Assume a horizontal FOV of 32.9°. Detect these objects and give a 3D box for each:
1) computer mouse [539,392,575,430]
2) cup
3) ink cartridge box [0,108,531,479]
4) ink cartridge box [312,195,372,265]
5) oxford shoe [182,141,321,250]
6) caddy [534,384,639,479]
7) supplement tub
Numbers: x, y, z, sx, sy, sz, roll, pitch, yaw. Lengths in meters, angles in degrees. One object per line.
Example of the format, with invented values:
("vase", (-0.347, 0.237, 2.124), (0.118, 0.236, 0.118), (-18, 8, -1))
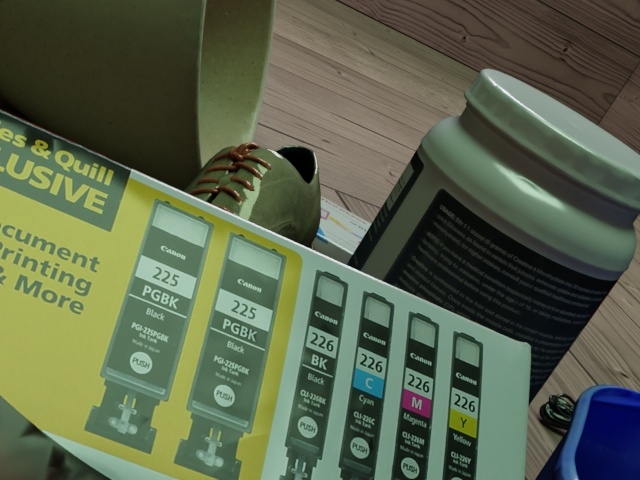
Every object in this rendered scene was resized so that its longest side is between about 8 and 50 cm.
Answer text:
("computer mouse", (0.255, 0.205, 0.963), (0.106, 0.042, 0.193), (34, 13, -5))
("cup", (-0.185, -0.211, 1.007), (0.237, 0.331, 0.331), (8, 18, 5))
("ink cartridge box", (-0.068, 0.071, 0.489), (0.309, 0.130, 0.272), (24, 51, -18))
("ink cartridge box", (0.000, 0.000, 1.079), (0.088, 0.052, 0.122), (29, 17, -3))
("oxford shoe", (-0.086, -0.013, 0.825), (0.123, 0.130, 0.348), (15, 13, 12))
("caddy", (0.245, 0.215, 0.702), (0.241, 0.179, 0.341), (35, 19, 10))
("supplement tub", (0.130, 0.021, 0.875), (0.191, 0.272, 0.191), (27, 19, -10))
